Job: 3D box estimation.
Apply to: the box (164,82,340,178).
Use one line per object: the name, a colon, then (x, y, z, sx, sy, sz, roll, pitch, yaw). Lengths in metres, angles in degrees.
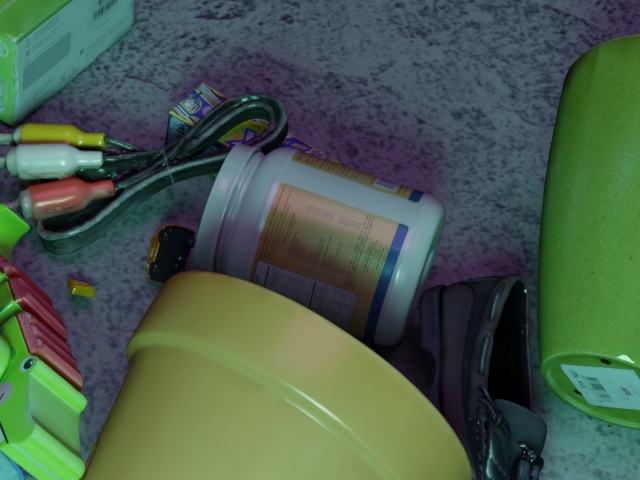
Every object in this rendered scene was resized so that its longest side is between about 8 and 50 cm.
box: (-0.067, -0.083, 1.776, 0.169, 0.054, 0.059, 31, 50, 17)

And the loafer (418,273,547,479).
loafer: (0.149, 0.144, 1.557, 0.095, 0.109, 0.302, -23, 43, 16)

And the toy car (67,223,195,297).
toy car: (-0.176, 0.014, 1.669, 0.122, 0.060, 0.040, -7, 17, -25)

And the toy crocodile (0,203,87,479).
toy crocodile: (-0.248, 0.081, 1.464, 0.105, 0.115, 0.340, -42, 31, 3)

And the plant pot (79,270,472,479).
plant pot: (-0.058, 0.191, 1.394, 0.291, 0.291, 0.203, 29, 65, 15)

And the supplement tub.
supplement tub: (0.000, 0.000, 1.650, 0.200, 0.144, 0.144, 19, 47, 7)

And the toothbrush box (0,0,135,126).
toothbrush box: (-0.356, -0.271, 1.850, 0.283, 0.122, 0.206, 29, 49, 18)

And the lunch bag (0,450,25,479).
lunch bag: (-0.347, 0.185, 1.458, 0.176, 0.090, 0.219, -21, 54, -23)

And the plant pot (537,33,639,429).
plant pot: (0.307, 0.013, 1.647, 0.275, 0.275, 0.293, 20, 65, 7)

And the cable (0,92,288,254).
cable: (-0.169, -0.072, 1.698, 0.287, 0.072, 0.139, -13, 52, 3)
